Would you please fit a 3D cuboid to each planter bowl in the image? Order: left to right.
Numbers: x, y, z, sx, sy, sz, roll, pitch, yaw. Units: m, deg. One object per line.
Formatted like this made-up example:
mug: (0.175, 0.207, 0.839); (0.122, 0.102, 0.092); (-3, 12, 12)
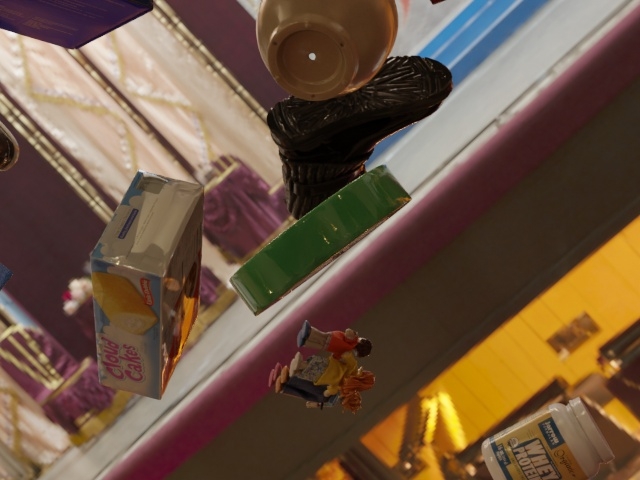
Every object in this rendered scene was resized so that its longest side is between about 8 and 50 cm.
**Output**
planter bowl: (-0.001, -0.221, 1.065); (0.162, 0.162, 0.109); (-41, 20, 36)

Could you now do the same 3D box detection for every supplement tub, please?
supplement tub: (0.405, 0.380, 1.724); (0.200, 0.144, 0.144); (-31, 6, 11)

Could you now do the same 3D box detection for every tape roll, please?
tape roll: (0.000, 0.000, 1.577); (0.321, 0.077, 0.321); (-37, -2, -2)

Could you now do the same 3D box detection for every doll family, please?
doll family: (0.010, 0.266, 1.798); (0.263, 0.163, 0.118); (123, 158, -49)

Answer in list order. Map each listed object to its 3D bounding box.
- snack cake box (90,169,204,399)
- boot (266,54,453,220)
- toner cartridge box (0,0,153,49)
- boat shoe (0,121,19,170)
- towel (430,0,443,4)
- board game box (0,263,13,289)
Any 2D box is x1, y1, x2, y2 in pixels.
snack cake box: (-0.212, 0.061, 1.205); (0.264, 0.089, 0.152); (101, -175, -48)
boot: (0.080, -0.180, 1.754); (0.348, 0.131, 0.260); (-17, -39, 1)
toner cartridge box: (-0.376, -0.315, 1.093); (0.165, 0.075, 0.348); (-15, -15, 38)
boat shoe: (-0.536, -0.190, 1.398); (0.081, 0.228, 0.069); (-48, -4, 9)
towel: (0.245, -0.601, 1.685); (0.237, 0.329, 0.037); (-14, 27, 23)
board game box: (-0.449, 0.048, 1.037); (0.210, 0.160, 0.047); (-38, 19, 39)
